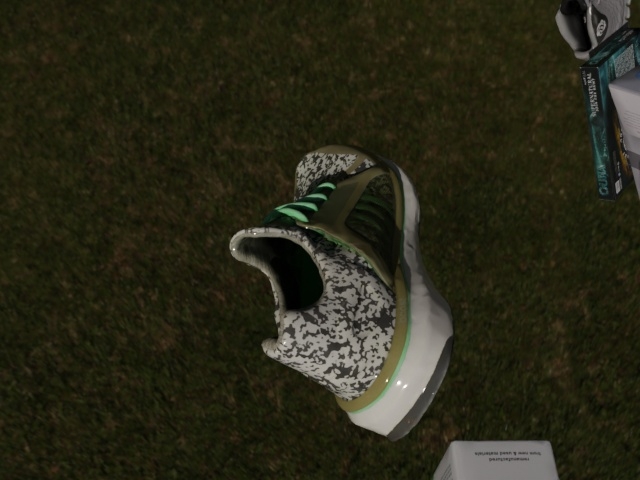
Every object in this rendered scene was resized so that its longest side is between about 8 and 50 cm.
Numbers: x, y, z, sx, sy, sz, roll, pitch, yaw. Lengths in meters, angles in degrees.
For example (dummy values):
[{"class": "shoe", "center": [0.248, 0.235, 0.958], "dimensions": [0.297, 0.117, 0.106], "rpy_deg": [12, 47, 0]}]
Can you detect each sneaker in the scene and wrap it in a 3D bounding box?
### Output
[{"class": "sneaker", "center": [0.000, 0.000, 0.826], "dimensions": [0.158, 0.182, 0.410], "rpy_deg": [-53, 27, 23]}, {"class": "sneaker", "center": [0.381, -0.359, 1.148], "dimensions": [0.086, 0.132, 0.228], "rpy_deg": [3, 99, 42]}]

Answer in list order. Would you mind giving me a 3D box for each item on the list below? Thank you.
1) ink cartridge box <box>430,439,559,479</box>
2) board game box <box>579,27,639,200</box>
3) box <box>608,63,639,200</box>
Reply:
[{"class": "ink cartridge box", "center": [0.144, 0.285, 0.661], "dimensions": [0.087, 0.153, 0.208], "rpy_deg": [1, 55, -6]}, {"class": "board game box", "center": [0.385, -0.161, 1.059], "dimensions": [0.026, 0.186, 0.126], "rpy_deg": [13, 41, 44]}, {"class": "box", "center": [0.239, 0.000, 0.454], "dimensions": [0.038, 0.186, 0.145], "rpy_deg": [-31, 30, -8]}]
